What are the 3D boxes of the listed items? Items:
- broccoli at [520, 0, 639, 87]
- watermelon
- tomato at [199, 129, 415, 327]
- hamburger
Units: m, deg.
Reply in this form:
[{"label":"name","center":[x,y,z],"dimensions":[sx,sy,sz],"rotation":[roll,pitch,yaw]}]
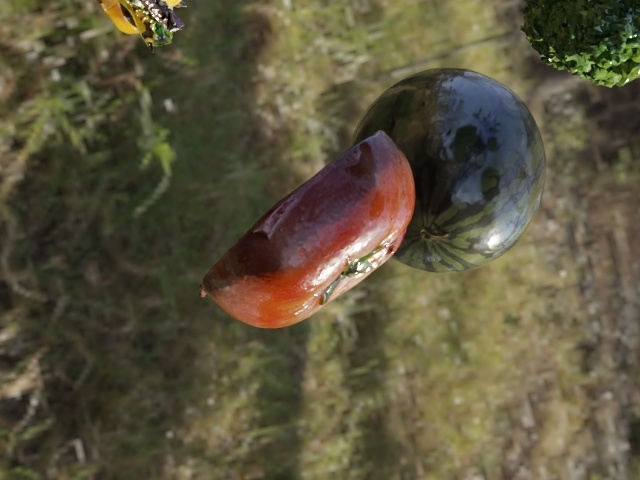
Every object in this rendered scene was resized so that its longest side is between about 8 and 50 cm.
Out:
[{"label":"broccoli","center":[0.293,-0.296,1.112],"dimensions":[0.310,0.413,0.321],"rotation":[12,37,-56]},{"label":"watermelon","center":[0.127,-0.073,1.549],"dimensions":[0.212,0.212,0.212],"rotation":[-14,90,-80]},{"label":"tomato","center":[0.001,0.003,1.310],"dimensions":[0.085,0.225,0.225],"rotation":[53,8,7]},{"label":"hamburger","center":[-0.194,-0.286,1.563],"dimensions":[0.189,0.093,0.164],"rotation":[54,7,-42]}]
